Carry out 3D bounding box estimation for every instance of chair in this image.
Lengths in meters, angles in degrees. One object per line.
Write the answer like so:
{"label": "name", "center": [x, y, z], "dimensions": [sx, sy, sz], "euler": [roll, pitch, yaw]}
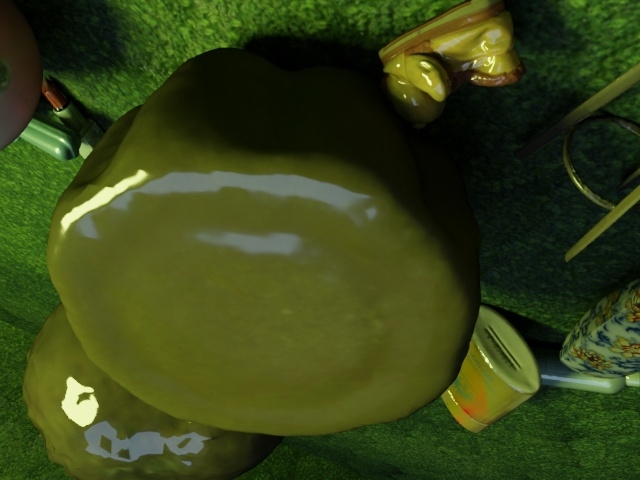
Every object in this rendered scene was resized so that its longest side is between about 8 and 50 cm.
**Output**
{"label": "chair", "center": [0.227, -0.069, 0.416], "dimensions": [0.104, 0.095, 0.222], "euler": [13, 153, -4]}

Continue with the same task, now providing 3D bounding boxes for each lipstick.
{"label": "lipstick", "center": [-0.292, -0.140, 0.723], "dimensions": [0.030, 0.030, 0.129], "euler": [7, 146, 26]}

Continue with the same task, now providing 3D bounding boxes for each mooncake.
{"label": "mooncake", "center": [-0.043, 0.010, 0.570], "dimensions": [0.378, 0.201, 0.379], "euler": [3, 132, 4]}

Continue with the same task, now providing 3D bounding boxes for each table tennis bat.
{"label": "table tennis bat", "center": [-0.384, -0.158, 0.714], "dimensions": [0.237, 0.038, 0.149], "euler": [28, 151, 8]}

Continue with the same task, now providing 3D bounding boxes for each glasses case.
{"label": "glasses case", "center": [0.352, 0.105, 0.693], "dimensions": [0.086, 0.065, 0.248], "euler": [16, 154, 5]}

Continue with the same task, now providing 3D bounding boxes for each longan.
{"label": "longan", "center": [-0.245, 0.215, 1.006], "dimensions": [0.435, 0.404, 0.404], "euler": [-9, 151, 0]}

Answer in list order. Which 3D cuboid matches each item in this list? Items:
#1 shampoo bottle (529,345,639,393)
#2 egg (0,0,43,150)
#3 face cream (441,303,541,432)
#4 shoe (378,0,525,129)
{"label": "shampoo bottle", "center": [0.373, 0.181, 0.837], "dimensions": [0.195, 0.056, 0.056], "euler": [1, 148, 35]}
{"label": "egg", "center": [-0.385, -0.168, 0.552], "dimensions": [0.271, 0.196, 0.196], "euler": [17, 154, 13]}
{"label": "face cream", "center": [0.239, 0.204, 0.917], "dimensions": [0.139, 0.067, 0.285], "euler": [58, 166, 24]}
{"label": "shoe", "center": [0.089, -0.125, 0.431], "dimensions": [0.109, 0.072, 0.069], "euler": [-27, 100, 28]}
